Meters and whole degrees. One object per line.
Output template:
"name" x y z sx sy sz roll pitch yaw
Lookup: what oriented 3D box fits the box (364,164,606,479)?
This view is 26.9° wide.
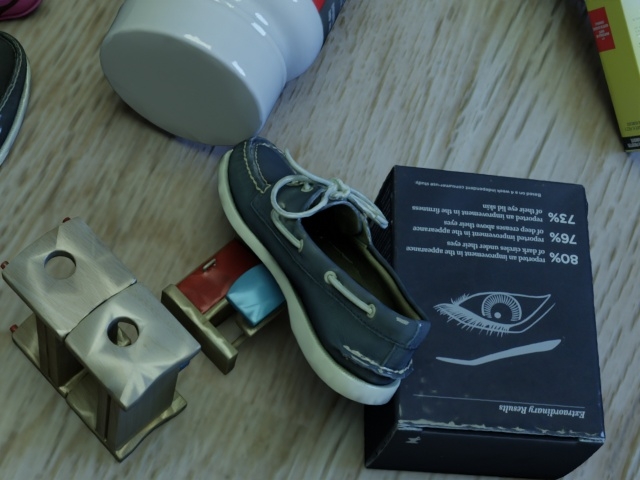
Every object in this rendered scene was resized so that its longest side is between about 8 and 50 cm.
"box" 0.114 0.063 0.985 0.153 0.108 0.207 6 64 -9

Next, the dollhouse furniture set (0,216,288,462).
"dollhouse furniture set" -0.111 0.034 0.941 0.184 0.129 0.129 -39 77 -24

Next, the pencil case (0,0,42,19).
"pencil case" -0.272 -0.286 1.078 0.095 0.098 0.209 -3 66 -32

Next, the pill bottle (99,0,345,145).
"pill bottle" -0.051 -0.225 1.059 0.161 0.161 0.283 24 63 1

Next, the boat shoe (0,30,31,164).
"boat shoe" -0.288 -0.073 0.988 0.084 0.079 0.233 28 61 5

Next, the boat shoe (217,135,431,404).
"boat shoe" 0.000 0.000 0.931 0.095 0.079 0.254 16 31 -34

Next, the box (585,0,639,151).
"box" 0.272 -0.196 1.116 0.087 0.058 0.232 -19 97 -18
